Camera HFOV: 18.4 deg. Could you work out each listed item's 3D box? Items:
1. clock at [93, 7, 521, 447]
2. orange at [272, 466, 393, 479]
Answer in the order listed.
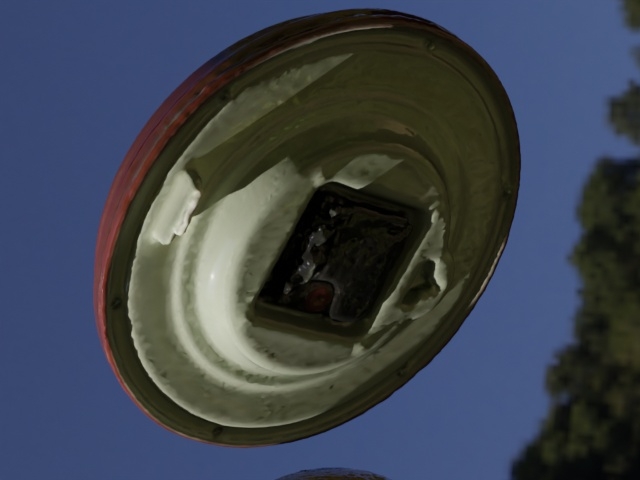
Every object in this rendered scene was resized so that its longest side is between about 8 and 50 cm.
[{"bbox_3d":[0.000,0.000,1.276,0.318,0.080,0.318,-18,-54,-26],"label":"clock"},{"bbox_3d":[0.007,0.280,1.516,0.236,0.236,0.236,-8,-80,-57],"label":"orange"}]
